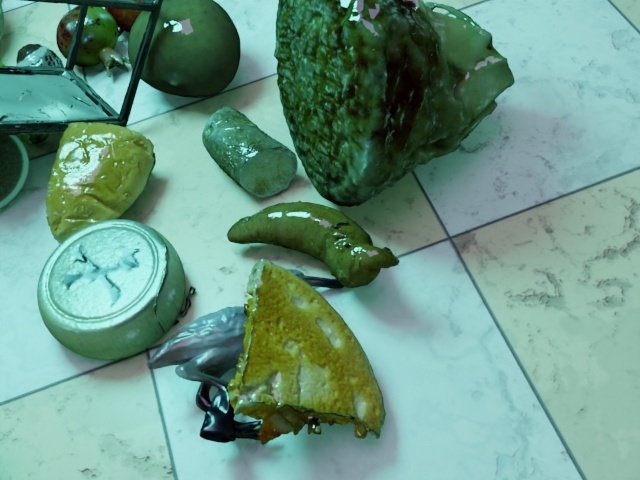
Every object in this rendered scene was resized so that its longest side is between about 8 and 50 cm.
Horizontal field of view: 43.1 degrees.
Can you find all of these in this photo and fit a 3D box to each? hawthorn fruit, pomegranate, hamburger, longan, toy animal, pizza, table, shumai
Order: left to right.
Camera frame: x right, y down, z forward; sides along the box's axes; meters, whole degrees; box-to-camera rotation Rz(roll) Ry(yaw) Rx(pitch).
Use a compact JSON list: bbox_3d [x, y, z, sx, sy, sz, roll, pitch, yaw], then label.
[{"bbox_3d":[-0.492,-0.350,1.368,0.335,0.272,0.222,-12,45,-48],"label":"table"},{"bbox_3d":[-0.548,-0.332,1.605,0.098,0.098,0.137,-40,63,-18],"label":"toy animal"},{"bbox_3d":[-0.461,-0.393,1.628,0.129,0.129,0.159,-21,92,-5],"label":"pomegranate"},{"bbox_3d":[-0.378,-0.095,1.364,0.155,0.135,0.208,1,50,19],"label":"hamburger"},{"bbox_3d":[-0.378,-0.493,1.676,0.148,0.148,0.172,27,90,27],"label":"hawthorn fruit"},{"bbox_3d":[-0.247,-0.362,1.508,0.220,0.196,0.197,15,58,26],"label":"longan"},{"bbox_3d":[-0.113,0.142,1.173,0.195,0.090,0.324,29,55,1],"label":"toy animal"},{"bbox_3d":[-0.043,0.172,1.082,0.289,0.081,0.228,51,44,6],"label":"pizza"},{"bbox_3d":[0.130,-0.259,1.288,0.348,0.395,0.395,-7,50,-21],"label":"shumai"}]

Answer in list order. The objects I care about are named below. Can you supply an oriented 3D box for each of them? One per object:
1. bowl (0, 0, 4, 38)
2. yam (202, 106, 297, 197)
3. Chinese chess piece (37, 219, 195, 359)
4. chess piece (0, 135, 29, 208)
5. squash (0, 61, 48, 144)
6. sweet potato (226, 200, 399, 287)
[{"bbox_3d":[-0.799,-0.444,1.692,0.307,0.163,0.307,-5,52,7],"label":"bowl"},{"bbox_3d":[-0.132,-0.155,1.391,0.107,0.107,0.183,-35,52,-15],"label":"yam"},{"bbox_3d":[-0.321,0.072,1.263,0.237,0.092,0.238,-5,53,6],"label":"Chinese chess piece"},{"bbox_3d":[-0.673,-0.186,1.478,0.194,0.195,0.299,-37,47,-16],"label":"chess piece"},{"bbox_3d":[-0.613,-0.272,1.579,0.082,0.082,0.292,-34,56,-14],"label":"squash"},{"bbox_3d":[0.004,0.000,1.245,0.310,0.098,0.124,19,28,36],"label":"sweet potato"}]
